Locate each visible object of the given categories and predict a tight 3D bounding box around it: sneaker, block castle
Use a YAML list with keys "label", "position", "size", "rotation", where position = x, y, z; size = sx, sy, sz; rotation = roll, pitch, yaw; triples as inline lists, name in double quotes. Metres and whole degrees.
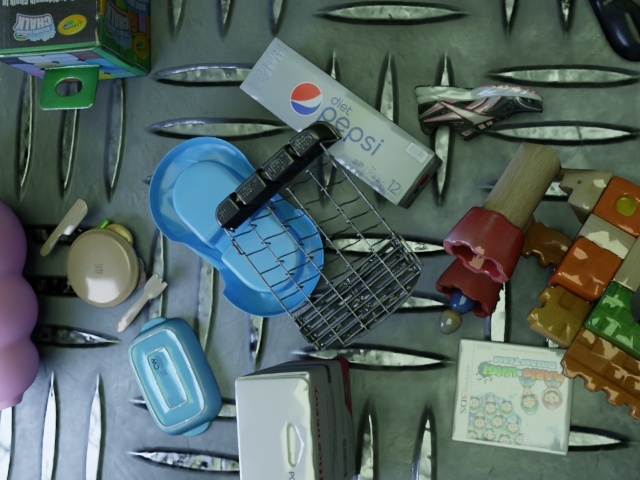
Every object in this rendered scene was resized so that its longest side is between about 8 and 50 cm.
- label: "sneaker"
  position: [0.220, -0.177, 1.220]
  size: [0.178, 0.072, 0.077]
  rotation: [3, 100, 21]
- label: "block castle"
  position: [0.359, 0.107, 1.034]
  size: [0.453, 0.303, 0.213]
  rotation: [32, 79, 13]

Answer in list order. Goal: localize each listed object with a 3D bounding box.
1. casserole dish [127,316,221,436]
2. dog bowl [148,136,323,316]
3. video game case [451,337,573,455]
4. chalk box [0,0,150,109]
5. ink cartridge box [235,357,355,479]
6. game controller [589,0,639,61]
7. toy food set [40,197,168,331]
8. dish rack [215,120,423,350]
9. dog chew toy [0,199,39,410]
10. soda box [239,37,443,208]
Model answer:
- label: "casserole dish"
  position: [-0.224, 0.205, 1.313]
  size: [0.114, 0.037, 0.188]
  rotation: [-27, 80, 10]
- label: "dog bowl"
  position: [-0.115, -0.020, 1.280]
  size: [0.297, 0.074, 0.166]
  rotation: [44, 97, 11]
- label: "video game case"
  position: [0.264, 0.213, 1.204]
  size: [0.157, 0.019, 0.143]
  rotation: [5, 88, 13]
- label: "chalk box"
  position: [-0.368, -0.335, 1.305]
  size: [0.180, 0.179, 0.289]
  rotation: [-1, 88, 12]
- label: "ink cartridge box"
  position: [-0.027, 0.251, 1.159]
  size: [0.100, 0.237, 0.172]
  rotation: [-5, 86, 13]
- label: "game controller"
  position: [0.520, -0.368, 1.163]
  size: [0.319, 0.067, 0.167]
  rotation: [-24, 96, 12]
- label: "toy food set"
  position: [-0.330, 0.039, 1.351]
  size: [0.192, 0.038, 0.132]
  rotation: [45, 104, 6]
- label: "dish rack"
  position: [0.000, 0.000, 1.170]
  size: [0.208, 0.074, 0.272]
  rotation: [-40, 83, 17]
- label: "dog chew toy"
  position: [-0.522, 0.093, 1.313]
  size: [0.206, 0.206, 0.332]
  rotation: [-18, 91, 12]
- label: "soda box"
  position: [0.031, -0.164, 1.240]
  size: [0.286, 0.098, 0.091]
  rotation: [38, 98, 13]
